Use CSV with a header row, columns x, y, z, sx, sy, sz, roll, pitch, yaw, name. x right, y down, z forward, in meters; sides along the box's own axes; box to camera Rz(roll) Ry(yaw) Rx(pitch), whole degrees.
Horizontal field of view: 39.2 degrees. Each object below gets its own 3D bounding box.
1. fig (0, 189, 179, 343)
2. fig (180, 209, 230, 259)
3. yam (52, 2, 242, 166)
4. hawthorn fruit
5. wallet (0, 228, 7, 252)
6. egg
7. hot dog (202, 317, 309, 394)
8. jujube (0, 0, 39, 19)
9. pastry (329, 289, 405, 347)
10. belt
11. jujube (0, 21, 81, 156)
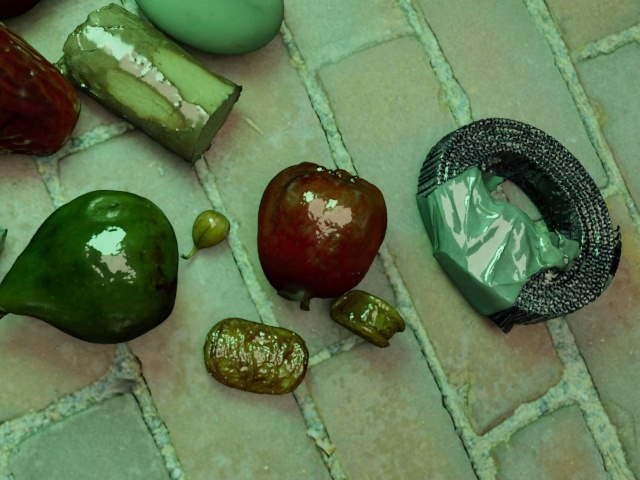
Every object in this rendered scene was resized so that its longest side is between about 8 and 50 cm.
x,y,z,sx,sy,sz,roll,pitch,yaw,name
-0.299,0.045,1.135,0.244,0.195,0.195,-17,87,-19,fig
-0.163,-0.006,1.251,0.050,0.050,0.083,41,85,-6,fig
-0.234,-0.219,1.222,0.238,0.129,0.128,35,111,-7,yam
0.000,0.000,1.229,0.185,0.185,0.202,11,96,-13,hawthorn fruit
-0.548,0.025,1.132,0.250,0.075,0.176,20,75,-10,wallet
-0.156,-0.348,1.232,0.230,0.168,0.168,30,77,-11,egg
-0.090,0.160,1.238,0.147,0.065,0.099,10,81,-7,hot dog
-0.394,-0.392,1.192,0.230,0.155,0.155,-36,93,-26,jujube
0.065,0.111,1.267,0.109,0.097,0.057,34,77,-7,pastry
0.288,-0.030,1.333,0.260,0.122,0.325,-41,93,-20,belt
-0.441,-0.196,1.148,0.255,0.190,0.190,23,77,-28,jujube
